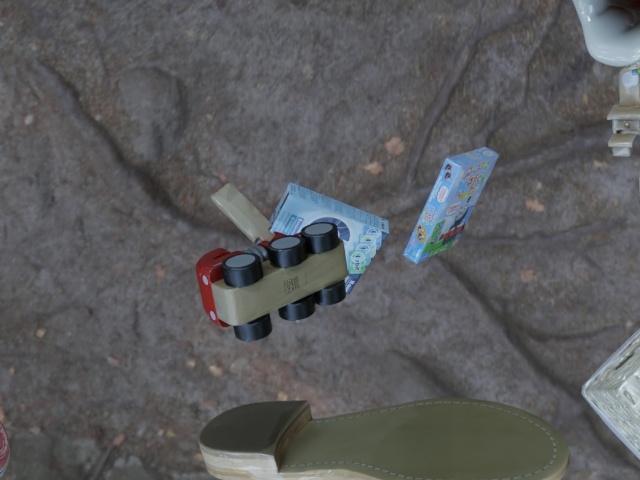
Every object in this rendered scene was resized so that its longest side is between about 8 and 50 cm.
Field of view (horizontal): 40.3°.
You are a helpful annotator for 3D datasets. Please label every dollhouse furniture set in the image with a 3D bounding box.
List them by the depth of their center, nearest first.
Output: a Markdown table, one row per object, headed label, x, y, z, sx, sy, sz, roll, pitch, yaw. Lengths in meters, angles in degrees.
| label | x | y | z | sx | sy | sz | roll | pitch | yaw |
| --- | --- | --- | --- | --- | --- | --- | --- | --- | --- |
| dollhouse furniture set | 0.642 | -0.198 | 1.580 | 0.303 | 0.355 | 0.174 | 5 | 123 | 31 |

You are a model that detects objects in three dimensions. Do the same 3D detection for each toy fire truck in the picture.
| label | x | y | z | sx | sy | sz | roll | pitch | yaw |
| --- | --- | --- | --- | --- | --- | --- | --- | --- | --- |
| toy fire truck | -0.109 | 0.019 | 1.351 | 0.246 | 0.217 | 0.159 | 20 | 126 | 51 |

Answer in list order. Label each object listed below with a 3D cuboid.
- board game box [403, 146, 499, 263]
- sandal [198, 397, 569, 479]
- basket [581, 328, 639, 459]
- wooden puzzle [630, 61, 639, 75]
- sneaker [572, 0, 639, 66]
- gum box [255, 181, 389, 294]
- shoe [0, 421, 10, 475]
| label | x | y | z | sx | sy | sz | roll | pitch | yaw |
| --- | --- | --- | --- | --- | --- | --- | --- | --- | --- |
| board game box | 0.247 | -0.068 | 1.647 | 0.039 | 0.160 | 0.212 | 35 | 121 | 25 |
| sandal | 0.038 | 0.149 | 0.531 | 0.240 | 0.088 | 0.079 | -3 | 112 | 30 |
| basket | 0.316 | 0.145 | 0.706 | 0.113 | 0.103 | 0.167 | -42 | 80 | -5 |
| wooden puzzle | 0.609 | -0.340 | 1.646 | 0.049 | 0.083 | 0.006 | -12 | 154 | 22 |
| sneaker | 0.212 | -0.252 | 0.568 | 0.126 | 0.127 | 0.321 | 21 | 155 | 37 |
| gum box | 0.000 | 0.000 | 1.484 | 0.184 | 0.041 | 0.157 | 20 | 126 | -14 |
| shoe | -0.220 | 0.066 | 0.473 | 0.081 | 0.063 | 0.178 | -32 | 119 | 17 |
